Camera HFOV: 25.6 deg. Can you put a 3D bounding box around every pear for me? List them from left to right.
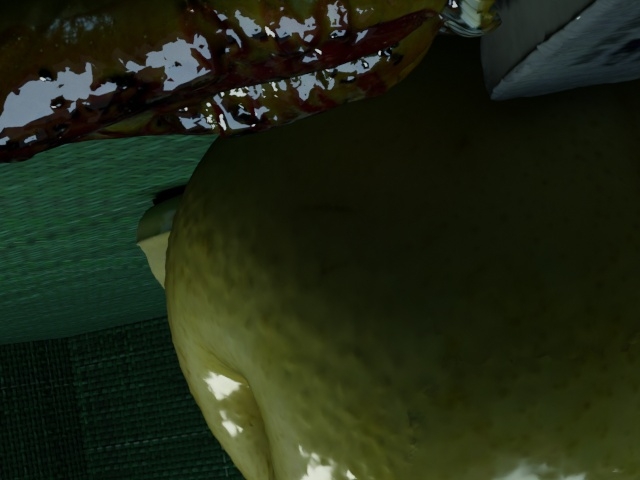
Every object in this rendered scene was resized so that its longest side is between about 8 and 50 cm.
[{"bbox_3d":[0.085,0.039,0.810,0.348,0.348,0.348,-10,175,-1],"label":"pear"}]

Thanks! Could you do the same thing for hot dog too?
[{"bbox_3d":[-0.059,-0.082,0.590,0.270,0.082,0.162,-11,176,2],"label":"hot dog"}]

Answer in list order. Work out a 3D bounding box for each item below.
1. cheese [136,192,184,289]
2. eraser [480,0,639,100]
[{"bbox_3d":[0.000,0.000,1.354,0.315,0.128,0.259,-12,173,3],"label":"cheese"},{"bbox_3d":[0.145,-0.126,0.498,0.111,0.077,0.352,-8,174,-10],"label":"eraser"}]
